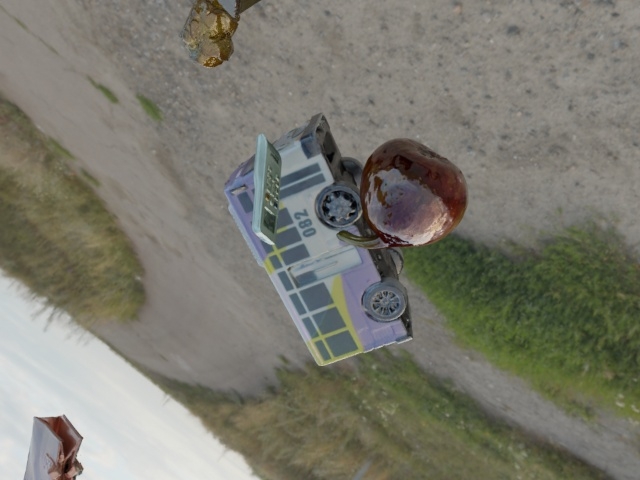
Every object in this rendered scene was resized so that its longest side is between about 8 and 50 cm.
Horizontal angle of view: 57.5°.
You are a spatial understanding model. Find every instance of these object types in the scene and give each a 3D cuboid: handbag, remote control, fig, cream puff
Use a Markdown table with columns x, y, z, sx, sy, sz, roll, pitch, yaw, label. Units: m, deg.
| x | y | z | sx | sy | sz | roll | pitch | yaw | label |
| --- | --- | --- | --- | --- | --- | --- | --- | --- | --- |
| -0.460 | 0.417 | 0.988 | 0.059 | 0.212 | 0.157 | 9 | 179 | -39 | handbag |
| -0.083 | -0.078 | 0.876 | 0.029 | 0.162 | 0.061 | -5 | 158 | 19 | remote control |
| 0.132 | -0.048 | 0.926 | 0.175 | 0.207 | 0.175 | 25 | -163 | -8 | fig |
| -0.185 | -0.355 | 0.993 | 0.094 | 0.122 | 0.116 | 27 | 154 | -18 | cream puff |

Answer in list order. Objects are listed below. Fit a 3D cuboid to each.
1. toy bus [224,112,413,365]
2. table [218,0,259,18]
| x | y | z | sx | sy | sz | roll | pitch | yaw | label |
| --- | --- | --- | --- | --- | --- | --- | --- | --- | --- |
| 0.000 | 0.000 | 1.141 | 0.209 | 0.249 | 0.439 | -77 | -37 | -66 | toy bus |
| -0.090 | -0.457 | 0.787 | 0.169 | 0.193 | 0.172 | 48 | 157 | 4 | table |
